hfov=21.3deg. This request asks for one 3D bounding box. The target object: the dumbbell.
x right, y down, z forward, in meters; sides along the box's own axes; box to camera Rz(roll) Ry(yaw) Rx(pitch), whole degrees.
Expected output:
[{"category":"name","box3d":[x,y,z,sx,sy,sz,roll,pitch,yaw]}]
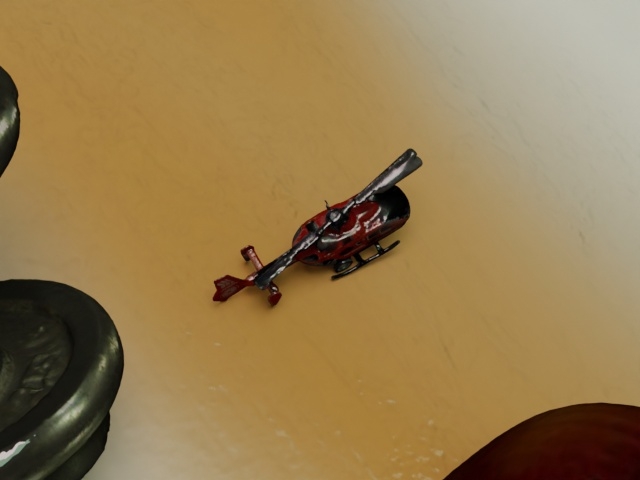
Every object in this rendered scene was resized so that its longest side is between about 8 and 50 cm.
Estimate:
[{"category":"dumbbell","box3d":[-0.211,0.024,0.843,0.192,0.290,0.192,-15,30,9]}]

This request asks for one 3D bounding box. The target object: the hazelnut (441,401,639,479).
[{"category":"hazelnut","box3d":[0.131,0.177,0.879,0.208,0.208,0.208,4,64,-9]}]

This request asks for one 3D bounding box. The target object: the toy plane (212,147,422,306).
[{"category":"toy plane","box3d":[0.000,0.000,1.000,0.145,0.060,0.037,-29,73,-6]}]
